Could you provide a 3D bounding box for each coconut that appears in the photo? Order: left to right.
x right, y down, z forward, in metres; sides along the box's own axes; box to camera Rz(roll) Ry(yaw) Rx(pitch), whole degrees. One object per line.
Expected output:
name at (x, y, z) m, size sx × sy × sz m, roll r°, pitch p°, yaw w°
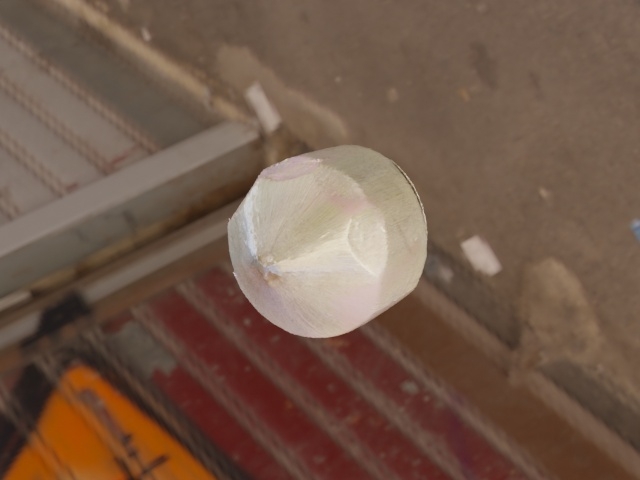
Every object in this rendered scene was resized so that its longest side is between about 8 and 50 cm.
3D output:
coconut at (0.000, 0.000, 1.630) m, size 0.224 × 0.234 × 0.224 m, roll 17°, pitch 116°, yaw 39°
